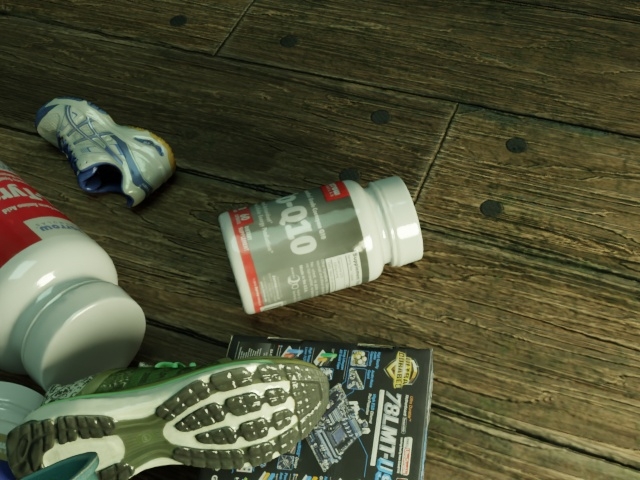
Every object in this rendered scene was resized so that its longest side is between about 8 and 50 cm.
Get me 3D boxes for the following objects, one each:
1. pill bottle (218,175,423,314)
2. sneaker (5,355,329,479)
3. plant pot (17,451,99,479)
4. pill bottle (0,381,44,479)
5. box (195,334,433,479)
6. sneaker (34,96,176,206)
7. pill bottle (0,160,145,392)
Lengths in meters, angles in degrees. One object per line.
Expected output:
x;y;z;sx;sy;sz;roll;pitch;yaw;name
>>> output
0.000;0.000;1.490;0.283;0.161;0.161;-16;50;-6;pill bottle
-0.195;0.199;1.283;0.410;0.158;0.182;-8;28;-7;sneaker
-0.306;0.447;0.993;0.341;0.341;0.334;-27;91;-15;plant pot
-0.438;0.327;1.274;0.153;0.153;0.264;-2;50;6;pill bottle
-0.004;0.270;1.320;0.293;0.073;0.295;3;50;9;box
-0.402;-0.155;1.708;0.296;0.112;0.131;21;56;24;sneaker
-0.453;0.052;1.461;0.229;0.229;0.408;-40;56;-24;pill bottle
